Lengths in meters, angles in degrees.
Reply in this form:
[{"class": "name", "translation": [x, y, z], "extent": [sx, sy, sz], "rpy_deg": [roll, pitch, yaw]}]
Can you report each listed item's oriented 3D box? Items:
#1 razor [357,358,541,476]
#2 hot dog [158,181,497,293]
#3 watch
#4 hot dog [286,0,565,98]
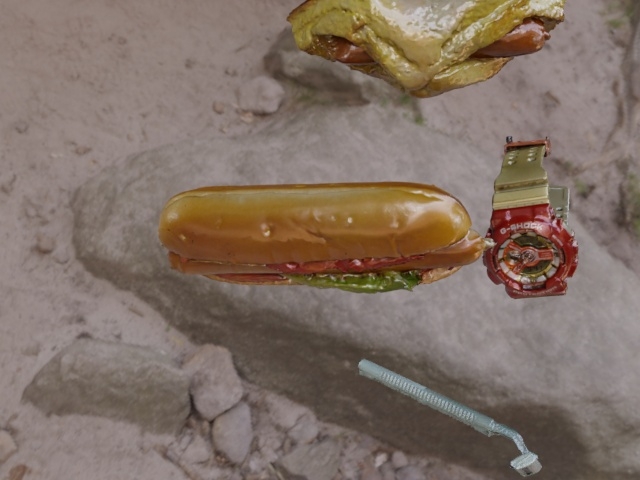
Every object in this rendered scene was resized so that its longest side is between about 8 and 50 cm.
[{"class": "razor", "translation": [0.131, 0.176, 0.799], "extent": [0.211, 0.084, 0.036], "rpy_deg": [29, 80, 27]}, {"class": "hot dog", "translation": [0.000, 0.000, 0.524], "extent": [0.235, 0.092, 0.062], "rpy_deg": [-1, 60, 20]}, {"class": "watch", "translation": [0.258, -0.043, 0.915], "extent": [0.268, 0.102, 0.165], "rpy_deg": [-67, 143, -48]}, {"class": "hot dog", "translation": [0.062, -0.118, 0.459], "extent": [0.168, 0.078, 0.061], "rpy_deg": [-3, 82, 11]}]
